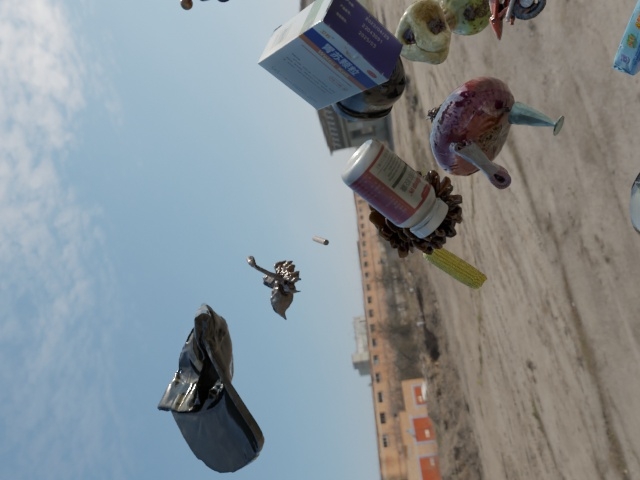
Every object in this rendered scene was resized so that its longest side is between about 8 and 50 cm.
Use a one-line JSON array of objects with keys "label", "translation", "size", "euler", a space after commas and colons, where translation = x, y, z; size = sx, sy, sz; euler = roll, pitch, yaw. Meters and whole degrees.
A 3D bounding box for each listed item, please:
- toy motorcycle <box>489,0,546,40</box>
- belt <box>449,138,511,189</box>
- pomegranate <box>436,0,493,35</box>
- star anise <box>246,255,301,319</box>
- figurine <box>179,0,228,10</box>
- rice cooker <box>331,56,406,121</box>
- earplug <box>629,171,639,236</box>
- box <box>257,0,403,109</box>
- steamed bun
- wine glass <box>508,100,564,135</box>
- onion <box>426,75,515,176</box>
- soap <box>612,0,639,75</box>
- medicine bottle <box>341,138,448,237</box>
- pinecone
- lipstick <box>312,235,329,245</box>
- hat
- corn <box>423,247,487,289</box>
[{"label": "toy motorcycle", "translation": [0.475, -0.705, 1.376], "size": [0.298, 0.171, 0.089], "euler": [64, -154, 1]}, {"label": "belt", "translation": [0.513, -0.248, 1.634], "size": [0.232, 0.071, 0.053], "euler": [33, -156, -15]}, {"label": "pomegranate", "translation": [0.509, -0.865, 1.910], "size": [0.222, 0.277, 0.203], "euler": [44, 139, 33]}, {"label": "star anise", "translation": [-0.135, 0.095, 1.196], "size": [0.227, 0.219, 0.148], "euler": [18, -109, -41]}, {"label": "figurine", "translation": [-0.334, -0.756, 1.444], "size": [0.133, 0.274, 0.193], "euler": [-21, -65, -40]}, {"label": "rice cooker", "translation": [0.156, -0.545, 1.756], "size": [0.224, 0.267, 0.267], "euler": [146, 118, -65]}, {"label": "earplug", "translation": [0.908, -0.032, 1.099], "size": [0.394, 0.313, 0.312], "euler": [-83, -18, -64]}, {"label": "box", "translation": [0.014, -0.430, 1.198], "size": [0.200, 0.299, 0.106], "euler": [32, -106, -29]}, {"label": "steamed bun", "translation": [0.317, -0.594, 1.516], "size": [0.155, 0.141, 0.172], "euler": [52, 157, 23]}, {"label": "wine glass", "translation": [0.678, -0.381, 1.627], "size": [0.155, 0.073, 0.073], "euler": [32, 156, 33]}, {"label": "onion", "translation": [0.499, -0.405, 1.789], "size": [0.285, 0.348, 0.347], "euler": [36, 158, 34]}, {"label": "soap", "translation": [0.868, -0.567, 1.338], "size": [0.077, 0.156, 0.293], "euler": [48, 170, 29]}, {"label": "medicine bottle", "translation": [0.178, -0.122, 1.233], "size": [0.250, 0.131, 0.131], "euler": [37, -160, -11]}, {"label": "pinecone", "translation": [0.272, -0.079, 1.426], "size": [0.264, 0.264, 0.264], "euler": [-9, -90, -82]}, {"label": "lipstick", "translation": [0.000, 0.000, 1.504], "size": [0.094, 0.019, 0.019], "euler": [-160, 57, -67]}, {"label": "hat", "translation": [-0.262, 0.388, 1.377], "size": [0.366, 0.382, 0.257], "euler": [-57, -11, 32]}, {"label": "corn", "translation": [0.506, 0.098, 1.954], "size": [0.081, 0.248, 0.081], "euler": [-56, -7, -10]}]
